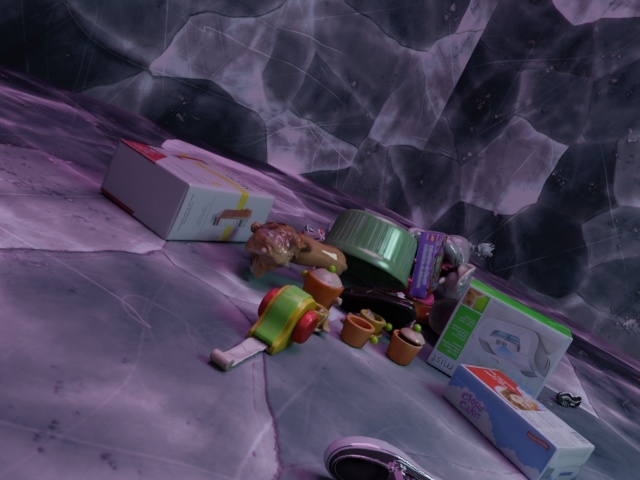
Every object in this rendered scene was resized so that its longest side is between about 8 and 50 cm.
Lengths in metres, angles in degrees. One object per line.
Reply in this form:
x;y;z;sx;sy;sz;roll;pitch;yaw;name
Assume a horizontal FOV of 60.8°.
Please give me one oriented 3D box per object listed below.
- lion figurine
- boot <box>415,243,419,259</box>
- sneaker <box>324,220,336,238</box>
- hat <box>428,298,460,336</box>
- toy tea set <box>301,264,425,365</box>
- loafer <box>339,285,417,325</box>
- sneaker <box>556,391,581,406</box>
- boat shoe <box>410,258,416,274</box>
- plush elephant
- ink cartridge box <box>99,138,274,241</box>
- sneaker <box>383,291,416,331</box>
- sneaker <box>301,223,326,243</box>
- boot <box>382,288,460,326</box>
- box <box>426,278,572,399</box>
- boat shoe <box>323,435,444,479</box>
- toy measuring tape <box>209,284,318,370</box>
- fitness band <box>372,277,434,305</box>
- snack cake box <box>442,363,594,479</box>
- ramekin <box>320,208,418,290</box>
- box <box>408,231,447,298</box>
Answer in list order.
-0.043;0.034;1.445;0.392;0.142;0.240;8;0;-37;lion figurine
0.537;0.103;2.579;0.115;0.112;0.305;30;4;-39;boot
0.143;0.020;2.052;0.281;0.115;0.105;24;45;-3;sneaker
0.478;0.238;1.536;0.331;0.134;0.331;19;31;-12;hat
0.093;0.165;1.286;0.336;0.124;0.200;23;12;-12;toy tea set
0.150;0.153;1.405;0.220;0.080;0.078;13;39;28;loafer
0.703;0.454;1.566;0.109;0.040;0.043;22;-5;-35;sneaker
0.326;0.084;2.316;0.233;0.084;0.079;36;50;13;boat shoe
0.488;0.122;2.083;0.329;0.255;0.272;2;-34;20;plush elephant
-0.354;-0.128;1.520;0.279;0.160;0.384;31;13;25;ink cartridge box
0.189;0.202;1.469;0.106;0.078;0.234;11;19;-7;sneaker
0.000;0.000;1.928;0.161;0.075;0.057;30;12;19;sneaker
0.322;0.219;1.724;0.280;0.096;0.264;17;20;-6;boot
0.435;0.260;1.342;0.262;0.231;0.126;30;12;18;box
0.109;0.337;0.712;0.228;0.080;0.076;32;9;-7;boat shoe
-0.086;0.148;1.011;0.121;0.121;0.330;30;12;18;toy measuring tape
0.264;0.145;1.918;0.290;0.054;0.209;30;12;13;fitness band
0.402;0.373;1.132;0.152;0.089;0.264;15;16;-36;snack cake box
0.157;0.026;1.708;0.303;0.148;0.303;24;-12;5;ramekin
0.357;0.074;1.782;0.057;0.201;0.293;11;4;18;box
